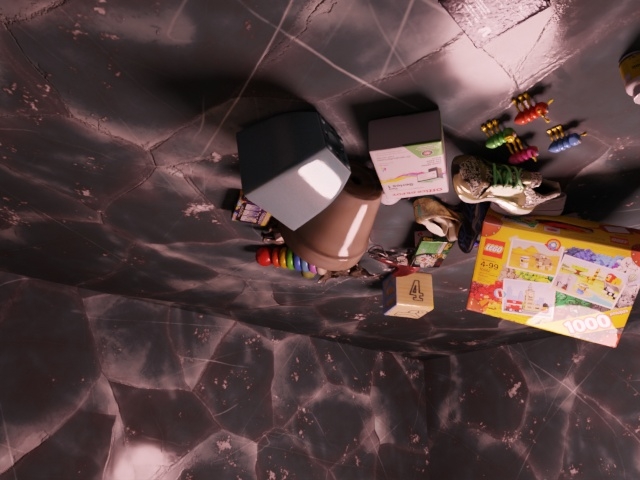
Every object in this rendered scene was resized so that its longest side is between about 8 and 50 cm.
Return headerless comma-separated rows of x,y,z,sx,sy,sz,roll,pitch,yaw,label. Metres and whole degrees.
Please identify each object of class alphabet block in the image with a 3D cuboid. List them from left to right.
0.440,0.275,2.433,0.197,0.193,0.192,8,155,-13,alphabet block

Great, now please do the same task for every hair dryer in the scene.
0.352,0.093,2.226,0.224,0.080,0.293,7,151,23,hair dryer

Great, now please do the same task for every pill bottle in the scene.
0.742,-0.378,1.112,0.065,0.116,0.065,2,155,1,pill bottle

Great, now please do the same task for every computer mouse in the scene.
0.246,-0.144,1.658,0.106,0.042,0.193,-10,178,25,computer mouse

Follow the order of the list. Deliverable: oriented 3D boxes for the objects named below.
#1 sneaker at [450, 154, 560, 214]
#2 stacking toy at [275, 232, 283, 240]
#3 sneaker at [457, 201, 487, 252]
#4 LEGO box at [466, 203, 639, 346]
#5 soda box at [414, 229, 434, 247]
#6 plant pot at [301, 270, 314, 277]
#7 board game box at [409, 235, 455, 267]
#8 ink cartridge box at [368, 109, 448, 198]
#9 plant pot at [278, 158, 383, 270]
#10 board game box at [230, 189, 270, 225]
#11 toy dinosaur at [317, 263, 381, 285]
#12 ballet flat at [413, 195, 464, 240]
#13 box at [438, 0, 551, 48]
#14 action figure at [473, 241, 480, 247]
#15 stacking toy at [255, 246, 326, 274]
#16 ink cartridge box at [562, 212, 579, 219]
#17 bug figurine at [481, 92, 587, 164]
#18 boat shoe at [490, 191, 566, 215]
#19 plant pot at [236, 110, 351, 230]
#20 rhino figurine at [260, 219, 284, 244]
0.575,-0.191,1.465,0.411,0.157,0.182,8,166,-30,sneaker
0.000,0.000,1.874,0.280,0.130,0.309,5,151,-36,stacking toy
0.564,-0.051,1.753,0.081,0.211,0.080,-2,-159,-28,sneaker
0.813,0.112,1.689,0.501,0.193,0.372,13,119,21,LEGO box
0.461,0.033,2.062,0.074,0.069,0.216,-7,154,20,soda box
-0.065,0.126,2.309,0.084,0.083,0.079,-4,142,14,plant pot
0.459,0.051,1.991,0.136,0.030,0.259,4,154,0,board game box
0.271,-0.246,1.433,0.202,0.116,0.278,-6,154,17,ink cartridge box
0.060,-0.106,1.583,0.324,0.323,0.280,13,137,-22,plant pot
-0.257,-0.122,1.825,0.141,0.048,0.170,9,154,-18,board game box
0.131,0.134,2.292,0.314,0.120,0.160,-6,166,7,toy dinosaur
0.482,-0.061,1.810,0.349,0.123,0.123,20,149,-34,ballet flat
0.335,-0.491,0.937,0.158,0.093,0.156,-21,146,39,box
0.675,0.015,2.056,0.115,0.030,0.038,2,150,-4,action figure
-0.134,0.074,2.161,0.331,0.141,0.141,4,155,13,stacking toy
0.876,0.028,1.865,0.273,0.196,0.114,-16,149,32,ink cartridge box
0.598,-0.295,1.354,0.279,0.072,0.216,21,149,-35,bug figurine
0.724,-0.141,1.669,0.259,0.095,0.084,-1,124,-7,boat shoe
-0.061,-0.223,1.384,0.253,0.246,0.248,-26,145,22,plant pot
-0.161,-0.052,1.935,0.107,0.073,0.243,8,152,-20,rhino figurine
